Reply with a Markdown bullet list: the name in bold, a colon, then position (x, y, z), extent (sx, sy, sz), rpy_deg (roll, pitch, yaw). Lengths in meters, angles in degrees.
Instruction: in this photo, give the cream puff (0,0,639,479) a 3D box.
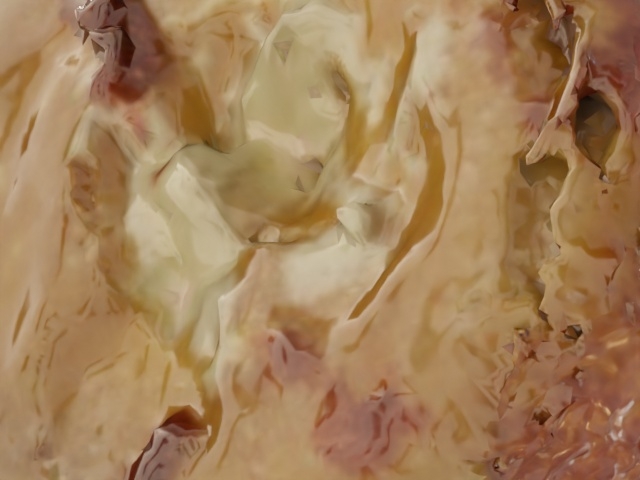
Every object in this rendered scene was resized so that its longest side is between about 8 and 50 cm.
- **cream puff**: position (0.000, 0.001, 0.494), extent (0.240, 0.240, 0.164), rpy_deg (48, 9, 27)
